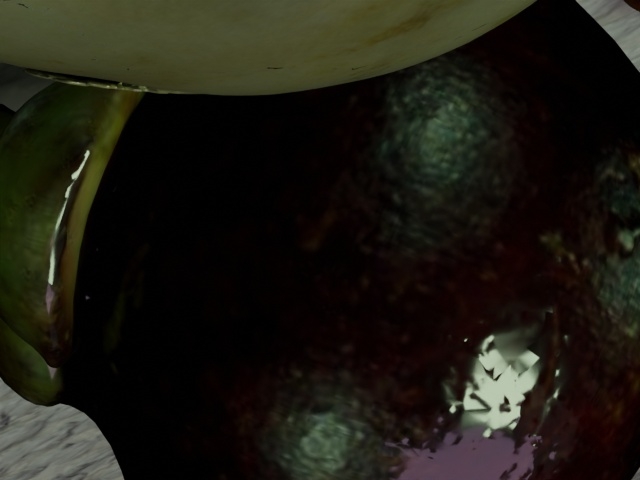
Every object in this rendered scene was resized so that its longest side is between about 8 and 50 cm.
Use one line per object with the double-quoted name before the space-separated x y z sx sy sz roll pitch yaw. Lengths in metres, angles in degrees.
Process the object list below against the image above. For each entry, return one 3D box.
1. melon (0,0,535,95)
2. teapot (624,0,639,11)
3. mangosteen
"melon" -0.038 -0.148 0.474 0.317 0.223 0.223 0 150 -48
"teapot" 0.219 -0.134 1.001 0.116 0.116 0.173 -12 -175 -28
"mangosteen" 0.012 0.006 0.842 0.330 0.330 0.330 -21 161 -7
